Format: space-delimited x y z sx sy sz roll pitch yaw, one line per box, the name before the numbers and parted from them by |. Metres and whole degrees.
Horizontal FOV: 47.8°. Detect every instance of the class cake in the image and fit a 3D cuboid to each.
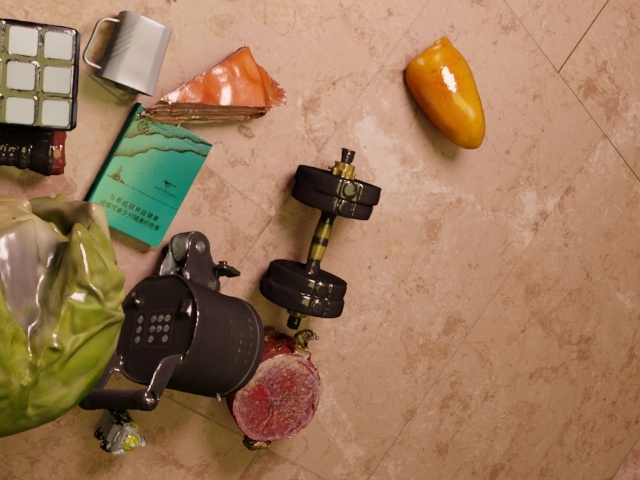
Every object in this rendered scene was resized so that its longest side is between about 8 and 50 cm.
cake | -0.201 -0.274 1.311 0.287 0.098 0.135 -19 101 -37

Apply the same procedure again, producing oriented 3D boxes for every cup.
cup | -0.335 -0.323 1.240 0.128 0.095 0.129 18 93 -30

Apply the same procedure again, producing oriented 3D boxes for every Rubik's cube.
Rubik's cube | -0.476 -0.264 1.136 0.163 0.162 0.160 0 104 -29

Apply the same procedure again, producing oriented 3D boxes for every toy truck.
toy truck | -0.387 0.375 1.416 0.077 0.111 0.076 29 90 -39

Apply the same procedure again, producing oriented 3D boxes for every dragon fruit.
dragon fruit | -0.098 0.305 1.552 0.211 0.147 0.282 26 90 -24

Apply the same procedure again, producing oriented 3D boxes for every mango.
mango | 0.281 -0.307 1.570 0.126 0.154 0.252 -33 105 -9

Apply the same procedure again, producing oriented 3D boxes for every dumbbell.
dumbbell | 0.000 0.000 1.477 0.185 0.185 0.388 13 98 -32

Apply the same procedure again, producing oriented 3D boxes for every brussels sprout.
brussels sprout | -0.524 0.127 1.127 0.425 0.342 0.361 -8 116 -24

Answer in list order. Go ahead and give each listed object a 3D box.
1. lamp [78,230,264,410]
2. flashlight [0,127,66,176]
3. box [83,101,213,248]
lamp | -0.239 0.194 1.351 0.272 0.205 0.374 51 43 -41
flashlight | -0.539 -0.156 1.182 0.232 0.093 0.093 4 103 -26
box | -0.321 -0.118 1.340 0.161 0.042 0.226 28 90 -34
